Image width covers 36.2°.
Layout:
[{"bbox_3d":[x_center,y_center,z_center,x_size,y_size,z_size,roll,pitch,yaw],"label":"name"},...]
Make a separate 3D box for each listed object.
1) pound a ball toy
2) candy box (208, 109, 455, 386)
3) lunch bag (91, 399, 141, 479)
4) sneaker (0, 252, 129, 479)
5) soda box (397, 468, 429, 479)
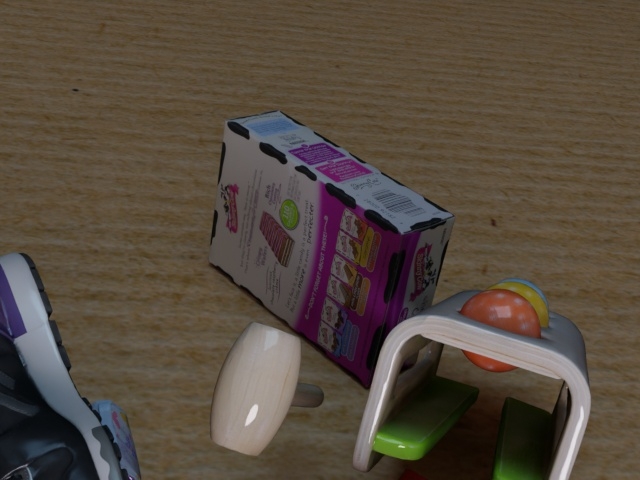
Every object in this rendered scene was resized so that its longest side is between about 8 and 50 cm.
[{"bbox_3d":[0.080,0.083,0.684,0.208,0.136,0.319,17,4,14],"label":"pound a ball toy"},{"bbox_3d":[0.000,0.000,0.891,0.071,0.159,0.233,-18,41,-41],"label":"candy box"},{"bbox_3d":[-0.146,0.158,0.657,0.053,0.083,0.071,-2,33,-20],"label":"lunch bag"},{"bbox_3d":[-0.203,0.122,0.571,0.124,0.107,0.283,-6,39,-32],"label":"sneaker"},{"bbox_3d":[0.018,0.247,0.555,0.092,0.083,0.263,26,33,24],"label":"soda box"}]
